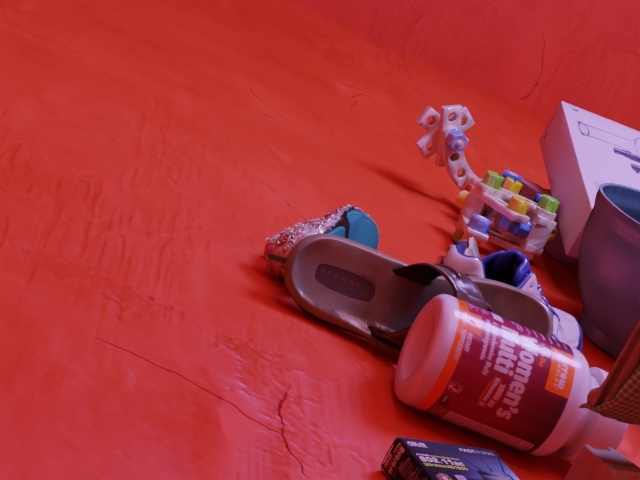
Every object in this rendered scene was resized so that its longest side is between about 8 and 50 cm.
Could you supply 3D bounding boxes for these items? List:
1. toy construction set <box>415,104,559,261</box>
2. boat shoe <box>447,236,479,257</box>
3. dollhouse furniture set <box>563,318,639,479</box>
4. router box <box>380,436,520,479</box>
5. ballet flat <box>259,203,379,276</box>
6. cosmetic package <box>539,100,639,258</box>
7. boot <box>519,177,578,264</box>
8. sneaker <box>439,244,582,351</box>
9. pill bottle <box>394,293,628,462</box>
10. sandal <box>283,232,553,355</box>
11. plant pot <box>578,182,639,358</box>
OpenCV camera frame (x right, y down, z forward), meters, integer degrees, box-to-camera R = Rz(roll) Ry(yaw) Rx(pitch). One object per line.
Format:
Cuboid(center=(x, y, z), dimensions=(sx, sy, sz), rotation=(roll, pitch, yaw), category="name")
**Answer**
Cuboid(center=(0.256, -0.074, 2.067), dimensions=(0.215, 0.151, 0.327), rotation=(15, 31, -30), category="toy construction set")
Cuboid(center=(0.194, 0.030, 1.825), dimensions=(0.043, 0.049, 0.137), rotation=(-15, 15, 13), category="boat shoe")
Cuboid(center=(0.332, 0.185, 1.116), dimensions=(0.198, 0.301, 0.151), rotation=(14, 18, -41), category="dollhouse furniture set")
Cuboid(center=(0.127, 0.221, 1.168), dimensions=(0.122, 0.038, 0.092), rotation=(14, 20, -35), category="router box")
Cuboid(center=(0.000, 0.000, 1.573), dimensions=(0.077, 0.091, 0.241), rotation=(8, 7, 20), category="ballet flat")
Cuboid(center=(0.520, -0.062, 2.145), dimensions=(0.284, 0.097, 0.377), rotation=(18, 31, -10), category="cosmetic package")
Cuboid(center=(0.414, -0.034, 2.233), dimensions=(0.123, 0.095, 0.258), rotation=(10, 24, -33), category="boot")
Cuboid(center=(0.239, 0.081, 1.586), dimensions=(0.296, 0.131, 0.112), rotation=(10, 21, -46), category="sneaker")
Cuboid(center=(0.197, 0.148, 1.343), dimensions=(0.221, 0.121, 0.121), rotation=(23, 17, -10), category="pill bottle")
Cuboid(center=(0.107, 0.073, 1.422), dimensions=(0.303, 0.120, 0.086), rotation=(16, -16, -5), category="sandal")
Cuboid(center=(0.481, 0.073, 1.839), dimensions=(0.293, 0.196, 0.293), rotation=(22, 17, -7), category="plant pot")
